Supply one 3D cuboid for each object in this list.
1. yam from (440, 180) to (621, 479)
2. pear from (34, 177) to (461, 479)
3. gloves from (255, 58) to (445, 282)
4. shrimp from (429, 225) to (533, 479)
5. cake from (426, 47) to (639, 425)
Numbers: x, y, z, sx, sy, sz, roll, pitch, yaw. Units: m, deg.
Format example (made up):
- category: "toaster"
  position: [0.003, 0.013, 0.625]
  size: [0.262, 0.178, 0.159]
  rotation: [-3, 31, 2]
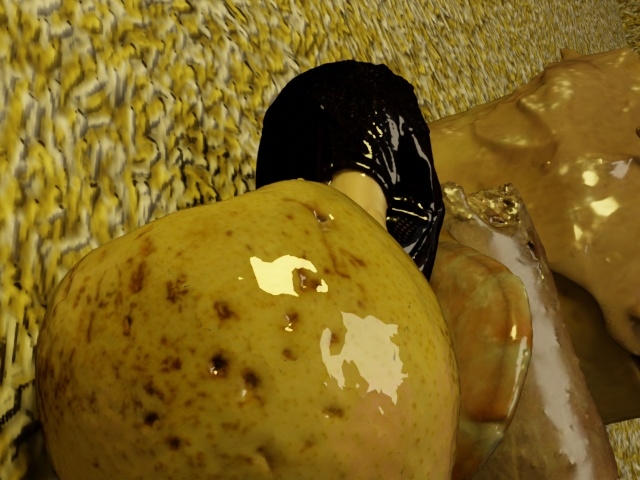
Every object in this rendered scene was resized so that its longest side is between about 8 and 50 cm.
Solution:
- category: "yam"
  position: [0.112, 0.080, 0.886]
  size: [0.128, 0.129, 0.238]
  rotation: [47, 24, -84]
- category: "pear"
  position: [-0.024, 0.067, 0.506]
  size: [0.178, 0.178, 0.178]
  rotation: [51, 29, -43]
- category: "gloves"
  position: [0.000, 0.000, 0.667]
  size: [0.124, 0.164, 0.203]
  rotation: [16, 57, -17]
- category: "shrimp"
  position: [0.034, 0.057, 0.752]
  size: [0.058, 0.169, 0.296]
  rotation: [26, 11, -25]
- category: "cake"
  position: [0.271, -0.010, 1.091]
  size: [0.332, 0.321, 0.332]
  rotation: [49, 30, -41]
